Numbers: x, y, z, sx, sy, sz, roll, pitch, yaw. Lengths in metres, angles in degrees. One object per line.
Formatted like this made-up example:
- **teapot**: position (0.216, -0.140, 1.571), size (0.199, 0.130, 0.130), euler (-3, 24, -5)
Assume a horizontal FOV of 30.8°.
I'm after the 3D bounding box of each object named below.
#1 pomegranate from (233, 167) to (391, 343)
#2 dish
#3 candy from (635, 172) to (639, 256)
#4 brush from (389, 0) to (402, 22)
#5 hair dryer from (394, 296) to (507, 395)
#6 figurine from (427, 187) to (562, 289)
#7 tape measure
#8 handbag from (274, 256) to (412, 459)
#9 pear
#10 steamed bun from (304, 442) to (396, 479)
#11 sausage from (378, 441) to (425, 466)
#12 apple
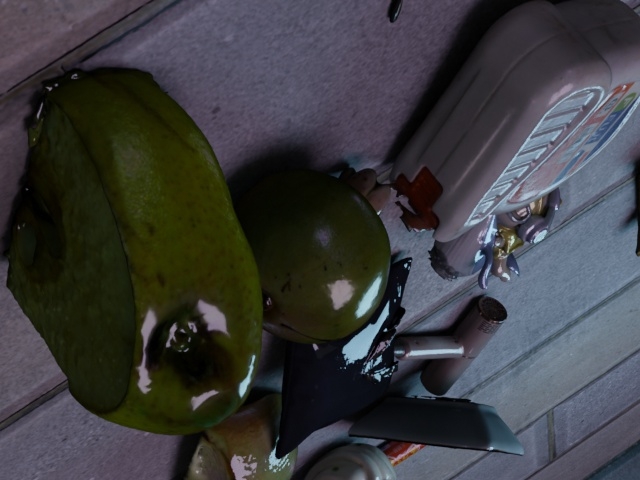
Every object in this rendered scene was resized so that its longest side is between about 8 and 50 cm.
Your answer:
- **pomegranate**: position (-0.001, -0.001, 1.169), size (0.210, 0.179, 0.179), euler (-53, 155, -11)
- **dish**: position (0.188, 0.290, 1.850), size (0.243, 0.080, 0.182), euler (2, 169, 28)
- **candy**: position (0.536, -0.057, 1.770), size (0.143, 0.101, 0.271), euler (-41, 159, -2)
- **brush**: position (0.075, -0.229, 1.047), size (0.024, 0.008, 0.083), euler (-23, 151, -30)
- **hair dryer**: position (0.156, 0.179, 1.753), size (0.220, 0.053, 0.195), euler (-11, 145, -39)
- **figurine**: position (0.212, -0.020, 1.426), size (0.184, 0.128, 0.208), euler (-40, 161, 3)
- **tape measure**: position (0.220, -0.138, 1.241), size (0.265, 0.130, 0.258), euler (-19, 152, -40)
- **handbag**: position (0.032, 0.151, 1.505), size (0.211, 0.089, 0.254), euler (-27, 139, -36)
- **pear**: position (-0.132, 0.019, 0.946), size (0.164, 0.255, 0.238), euler (-12, 140, -36)
- **steamed bun**: position (0.040, 0.408, 1.934), size (0.183, 0.106, 0.183), euler (-31, 155, -16)
- **sausage**: position (0.158, 0.360, 2.058), size (0.145, 0.048, 0.050), euler (-30, 115, -13)
- **apple**: position (-0.093, 0.312, 1.618), size (0.193, 0.120, 0.265), euler (-31, 158, -35)
